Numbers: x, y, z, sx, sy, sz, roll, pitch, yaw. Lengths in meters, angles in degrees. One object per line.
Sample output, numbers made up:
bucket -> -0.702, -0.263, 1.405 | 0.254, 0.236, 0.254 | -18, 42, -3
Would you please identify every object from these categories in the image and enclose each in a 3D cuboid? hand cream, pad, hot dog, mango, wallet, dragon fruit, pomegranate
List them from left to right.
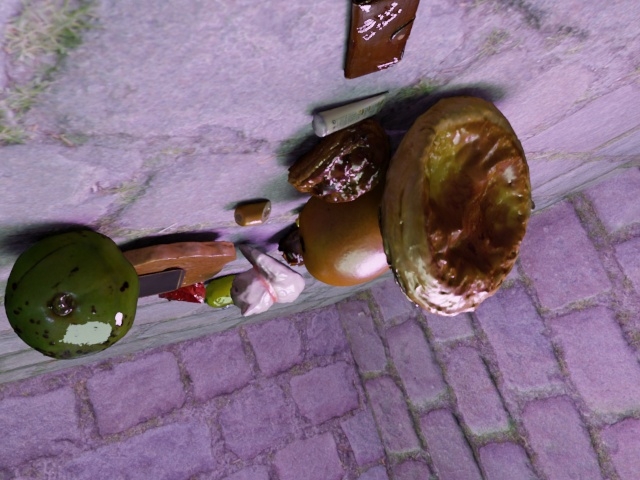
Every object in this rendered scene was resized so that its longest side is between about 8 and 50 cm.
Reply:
pomegranate -> -0.485, 0.102, 1.049 | 0.254, 0.254, 0.270 | -18, -170, -4
pad -> -0.545, 0.173, 1.376 | 0.376, 0.063, 0.315 | -10, 166, -22
dragon fruit -> -0.421, 0.127, 1.607 | 0.162, 0.083, 0.106 | 1, -139, 26
mango -> -0.339, 0.175, 1.882 | 0.178, 0.100, 0.119 | -23, -152, -14
hot dog -> 0.037, -0.148, 1.021 | 0.161, 0.099, 0.227 | 11, 146, -33
hand cream -> 0.051, -0.219, 0.901 | 0.143, 0.039, 0.061 | -24, 163, -19
mango -> 0.117, -0.051, 1.228 | 0.378, 0.221, 0.263 | -32, 126, -6
wallet -> 0.080, -0.275, 0.703 | 0.095, 0.026, 0.176 | -20, 168, -6

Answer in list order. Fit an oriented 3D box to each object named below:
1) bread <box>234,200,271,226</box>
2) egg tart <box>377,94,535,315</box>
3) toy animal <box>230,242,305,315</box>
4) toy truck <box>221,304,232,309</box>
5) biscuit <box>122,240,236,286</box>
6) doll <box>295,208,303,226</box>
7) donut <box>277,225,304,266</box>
bread -> -0.147, -0.064, 1.220 | 0.103, 0.049, 0.062 | -13, -160, -29
egg tart -> 0.261, -0.065, 1.078 | 0.443, 0.442, 0.178 | -9, -168, -38
toy animal -> -0.172, 0.129, 1.590 | 0.266, 0.188, 0.308 | 22, 178, -30
toy truck -> -0.343, 0.206, 2.044 | 0.178, 0.080, 0.115 | -23, 162, 13
biscuit -> -0.433, 0.074, 1.369 | 0.385, 0.062, 0.365 | -7, 165, -36
doll -> 0.014, -0.073, 1.397 | 0.163, 0.062, 0.106 | -21, 172, 5
donut -> 0.000, 0.000, 1.605 | 0.270, 0.103, 0.269 | -19, 166, -5
